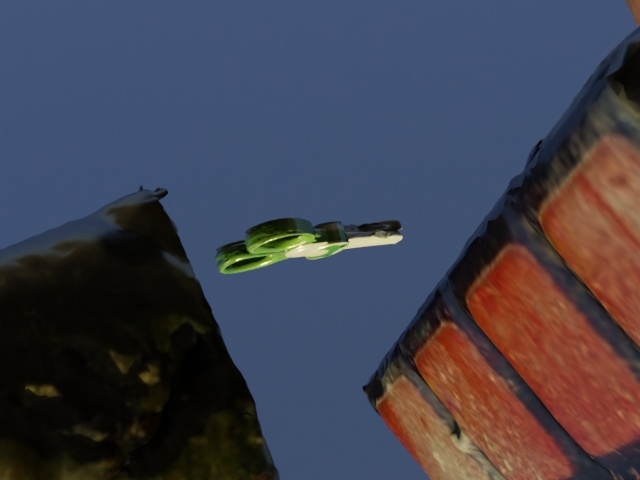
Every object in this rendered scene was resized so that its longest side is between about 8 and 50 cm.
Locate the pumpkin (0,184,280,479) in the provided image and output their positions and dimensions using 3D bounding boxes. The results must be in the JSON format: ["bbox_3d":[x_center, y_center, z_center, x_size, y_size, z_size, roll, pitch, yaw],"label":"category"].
[{"bbox_3d":[-0.145,0.139,0.790,0.225,0.256,0.303,-23,-73,-11],"label":"pumpkin"}]

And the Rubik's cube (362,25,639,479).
[{"bbox_3d":[0.266,0.047,0.472,0.337,0.344,0.344,-35,-98,-18],"label":"Rubik's cube"}]

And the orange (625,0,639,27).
[{"bbox_3d":[0.356,-0.259,0.909,0.322,0.357,0.322,6,-146,-4],"label":"orange"}]

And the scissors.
[{"bbox_3d":[0.000,0.000,1.255,0.204,0.101,0.027,-5,-106,-43],"label":"scissors"}]
